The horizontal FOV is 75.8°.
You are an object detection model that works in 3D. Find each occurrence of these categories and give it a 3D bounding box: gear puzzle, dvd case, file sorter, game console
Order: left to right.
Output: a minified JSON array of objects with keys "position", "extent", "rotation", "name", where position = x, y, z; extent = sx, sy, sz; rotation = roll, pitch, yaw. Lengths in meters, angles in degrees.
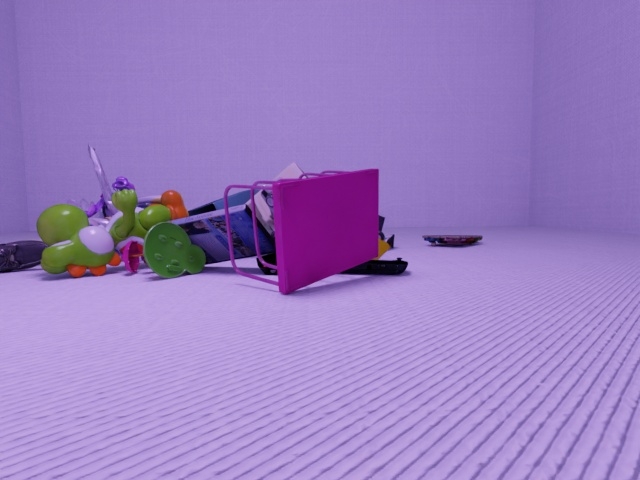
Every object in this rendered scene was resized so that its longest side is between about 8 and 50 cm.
[{"position":[-0.254,-0.006,1.025],"extent":[0.254,0.022,0.180],"rotation":[-11,-37,17],"name":"dvd case"},{"position":[-0.033,-0.042,0.874],"extent":[0.183,0.201,0.291],"rotation":[11,20,42],"name":"file sorter"},{"position":[0.034,0.054,1.028],"extent":[0.362,0.043,0.213],"rotation":[1,5,14],"name":"game console"},{"position":[0.571,0.000,1.719],"extent":[0.176,0.044,0.339],"rotation":[1,2,43],"name":"gear puzzle"}]

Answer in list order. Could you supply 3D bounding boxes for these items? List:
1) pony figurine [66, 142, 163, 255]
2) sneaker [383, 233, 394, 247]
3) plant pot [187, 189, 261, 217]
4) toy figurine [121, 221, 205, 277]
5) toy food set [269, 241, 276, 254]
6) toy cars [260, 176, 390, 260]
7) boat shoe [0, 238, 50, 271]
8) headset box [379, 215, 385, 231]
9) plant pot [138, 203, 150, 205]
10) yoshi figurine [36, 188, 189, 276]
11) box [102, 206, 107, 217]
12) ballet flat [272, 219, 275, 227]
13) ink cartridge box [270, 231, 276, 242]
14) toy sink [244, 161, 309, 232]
[{"position":[-0.636,-0.092,1.287],"extent":[0.364,0.302,0.351],"rotation":[3,37,-41],"name":"pony figurine"},{"position":[0.235,0.003,1.563],"extent":[0.076,0.057,0.161],"rotation":[7,9,19],"name":"sneaker"},{"position":[-0.277,-0.078,1.378],"extent":[0.166,0.165,0.234],"rotation":[-9,18,44],"name":"plant pot"},{"position":[-0.396,0.038,0.994],"extent":[0.160,0.129,0.173],"rotation":[-9,-23,33],"name":"toy figurine"},{"position":[-0.112,-0.016,1.414],"extent":[0.233,0.111,0.104],"rotation":[-32,-5,17],"name":"toy food set"},{"position":[0.009,-0.042,1.135],"extent":[0.394,0.176,0.087],"rotation":[18,-44,-23],"name":"toy cars"},{"position":[-0.812,0.047,1.049],"extent":[0.224,0.080,0.073],"rotation":[-7,11,-15],"name":"boat shoe"},{"position":[0.085,-0.076,1.673],"extent":[0.247,0.131,0.283],"rotation":[18,-4,-36],"name":"headset box"},{"position":[-0.737,-0.091,1.917],"extent":[0.208,0.226,0.228],"rotation":[-9,8,-19],"name":"plant pot"},{"position":[-0.544,-0.048,1.054],"extent":[0.203,0.203,0.362],"rotation":[22,32,27],"name":"yoshi figurine"},{"position":[-0.916,-0.070,1.849],"extent":[0.103,0.184,0.261],"rotation":[-5,6,-23],"name":"box"},{"position":[-0.018,0.005,1.220],"extent":[0.316,0.106,0.107],"rotation":[11,41,-35],"name":"ballet flat"},{"position":[-0.176,-0.028,1.560],"extent":[0.191,0.082,0.139],"rotation":[1,-23,-2],"name":"ink cartridge box"},{"position":[-0.105,-0.090,1.250],"extent":[0.153,0.234,0.131],"rotation":[44,10,-47],"name":"toy sink"}]
